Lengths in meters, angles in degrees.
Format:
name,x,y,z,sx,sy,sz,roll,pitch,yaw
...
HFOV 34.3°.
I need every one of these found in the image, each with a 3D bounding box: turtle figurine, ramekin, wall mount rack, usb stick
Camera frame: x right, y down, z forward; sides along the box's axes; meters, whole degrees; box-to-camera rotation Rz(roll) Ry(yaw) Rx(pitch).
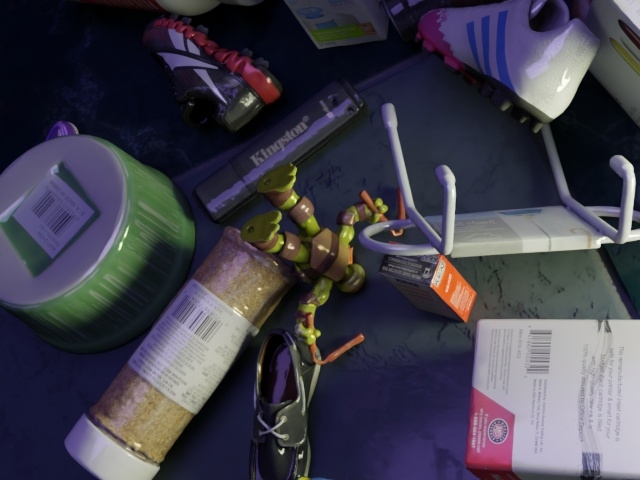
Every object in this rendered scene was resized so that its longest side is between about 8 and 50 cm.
name,x,y,z,sx,sy,sz,roll,pitch,yaw
turtle figurine,0.000,0.000,1.303,0.087,0.217,0.269,9,63,46
ramekin,-0.346,-0.004,1.479,0.303,0.148,0.303,-10,63,20
wall mount rack,0.208,-0.077,1.224,0.350,0.130,0.304,-4,20,-8
usb stick,-0.059,-0.126,1.467,0.278,0.045,0.077,-37,56,4

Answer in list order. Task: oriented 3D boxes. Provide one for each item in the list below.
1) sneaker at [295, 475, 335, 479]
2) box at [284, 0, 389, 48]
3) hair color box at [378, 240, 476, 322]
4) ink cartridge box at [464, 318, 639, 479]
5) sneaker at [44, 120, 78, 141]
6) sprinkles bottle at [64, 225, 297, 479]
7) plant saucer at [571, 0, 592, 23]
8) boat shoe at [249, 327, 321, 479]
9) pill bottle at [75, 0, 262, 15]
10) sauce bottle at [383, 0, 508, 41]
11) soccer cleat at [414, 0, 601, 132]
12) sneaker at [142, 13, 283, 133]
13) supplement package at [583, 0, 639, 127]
name,x,y,z,sx,sy,sz,roll,pitch,yaw
sneaker,-0.014,0.378,1.194,0.082,0.069,0.209,10,71,24
box,0.013,-0.372,1.456,0.114,0.203,0.103,-3,65,24
hair color box,0.130,0.051,1.238,0.072,0.141,0.043,15,77,29
ink cartridge box,0.290,0.180,1.128,0.237,0.100,0.172,-2,66,25
sneaker,-0.433,-0.115,1.618,0.068,0.071,0.170,14,73,29
sprinkles bottle,-0.177,0.154,1.343,0.121,0.121,0.355,33,83,33
plant saucer,0.423,-0.324,1.346,0.199,0.036,0.198,-10,64,21
boat shoe,-0.056,0.225,1.281,0.084,0.079,0.233,-1,67,22
pill bottle,-0.269,-0.474,1.619,0.408,0.229,0.229,14,73,29
sauce bottle,0.251,-0.383,1.409,0.344,0.111,0.111,-26,58,13
soccer cleat,0.229,-0.243,1.264,0.143,0.116,0.331,-54,29,12
sneaker,-0.188,-0.245,1.550,0.276,0.097,0.135,33,81,31
supplement package,0.417,-0.257,1.162,0.204,0.262,0.145,-39,81,3
